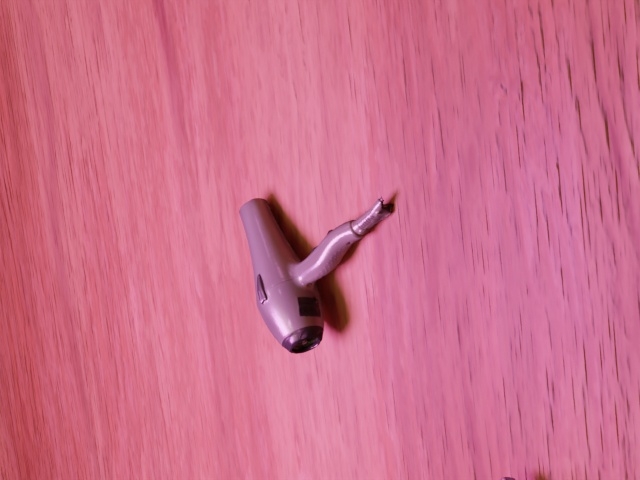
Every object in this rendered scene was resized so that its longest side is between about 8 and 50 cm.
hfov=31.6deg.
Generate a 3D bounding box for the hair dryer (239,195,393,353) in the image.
[{"bbox_3d":[-0.024,-0.012,1.520,0.229,0.092,0.267,51,122,38],"label":"hair dryer"}]

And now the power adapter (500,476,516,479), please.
[{"bbox_3d":[0.217,0.372,1.264,0.125,0.130,0.205,-20,83,52],"label":"power adapter"}]
